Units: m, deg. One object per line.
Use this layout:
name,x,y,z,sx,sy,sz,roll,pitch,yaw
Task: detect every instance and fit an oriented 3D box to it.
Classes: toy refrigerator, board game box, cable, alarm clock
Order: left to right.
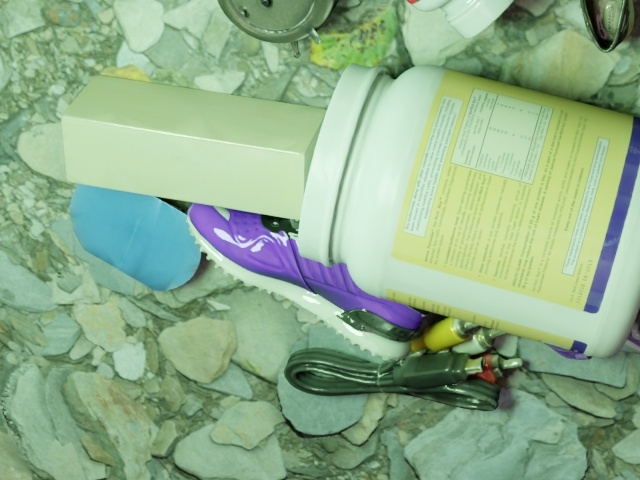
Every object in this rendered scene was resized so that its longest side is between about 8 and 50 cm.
board game box,-0.210,-0.017,1.756,0.168,0.033,0.133,30,132,3
toy refrigerator,-0.134,-0.099,1.632,0.269,0.102,0.094,9,125,11
alarm clock,-0.058,-0.277,1.516,0.192,0.064,0.129,45,124,-10
cable,0.101,0.149,1.770,0.287,0.072,0.139,-8,138,36

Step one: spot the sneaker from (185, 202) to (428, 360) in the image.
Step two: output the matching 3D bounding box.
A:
sneaker,0.000,0.000,1.666,0.293,0.102,0.146,29,113,2

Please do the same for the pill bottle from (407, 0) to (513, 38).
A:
pill bottle,0.104,-0.282,1.430,0.180,0.108,0.108,43,125,-12

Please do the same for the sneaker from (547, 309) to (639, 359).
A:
sneaker,0.304,0.088,1.631,0.236,0.095,0.104,16,133,13

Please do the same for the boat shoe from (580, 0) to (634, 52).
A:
boat shoe,0.271,-0.252,1.433,0.056,0.049,0.152,-6,120,22

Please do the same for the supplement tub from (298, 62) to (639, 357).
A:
supplement tub,0.164,-0.037,1.492,0.331,0.241,0.241,16,126,7
